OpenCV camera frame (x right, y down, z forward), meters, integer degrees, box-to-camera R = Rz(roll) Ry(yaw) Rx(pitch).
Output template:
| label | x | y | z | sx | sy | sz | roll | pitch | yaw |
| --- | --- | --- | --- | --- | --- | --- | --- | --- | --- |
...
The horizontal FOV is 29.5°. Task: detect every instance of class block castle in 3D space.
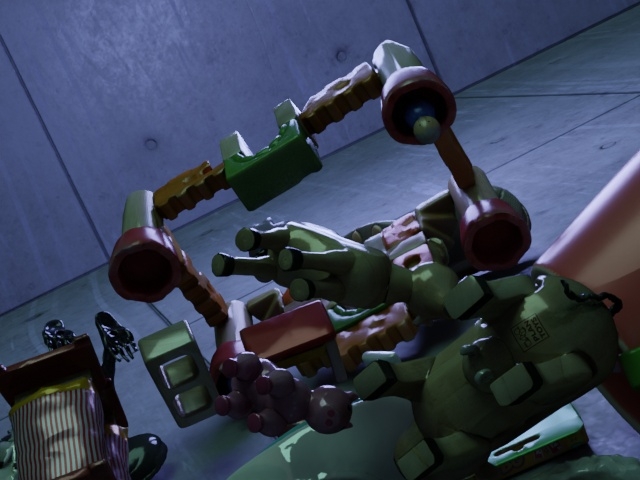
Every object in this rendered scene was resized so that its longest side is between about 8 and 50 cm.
| label | x | y | z | sx | sy | sz | roll | pitch | yaw |
| --- | --- | --- | --- | --- | --- | --- | --- | --- | --- |
| block castle | 0.000 | 0.000 | 1.482 | 0.453 | 0.303 | 0.213 | -30 | 32 | 9 |

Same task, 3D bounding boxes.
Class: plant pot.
| label | x | y | z | sx | sy | sz | roll | pitch | yaw |
| --- | --- | --- | --- | --- | --- | --- | --- | --- | --- |
| plant pot | 0.325 | 0.028 | 0.992 | 0.243 | 0.275 | 0.275 | -35 | 13 | -3 |

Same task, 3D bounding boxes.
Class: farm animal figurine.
| label | x | y | z | sx | sy | sz | roll | pitch | yaw |
| --- | --- | --- | --- | --- | --- | --- | --- | --- | --- |
| farm animal figurine | 0.088 | 0.107 | 0.912 | 0.327 | 0.330 | 0.172 | -26 | -18 | 38 |

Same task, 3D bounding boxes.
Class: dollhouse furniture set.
| label | x | y | z | sx | sy | sz | roll | pitch | yaw |
| --- | --- | --- | --- | --- | --- | --- | --- | --- | --- |
| dollhouse furniture set | -0.148 | 0.184 | 1.293 | 0.374 | 0.152 | 0.201 | -21 | 40 | -4 |

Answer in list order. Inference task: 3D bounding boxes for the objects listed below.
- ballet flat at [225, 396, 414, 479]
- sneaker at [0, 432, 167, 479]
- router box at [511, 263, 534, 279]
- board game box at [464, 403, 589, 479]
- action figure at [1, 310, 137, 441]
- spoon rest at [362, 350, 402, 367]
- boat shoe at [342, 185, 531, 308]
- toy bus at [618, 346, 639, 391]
| label | x | y | z | sx | sy | sz | roll | pitch | yaw |
| --- | --- | --- | --- | --- | --- | --- | --- | --- | --- |
| ballet flat | -0.063 | 0.273 | 1.021 | 0.400 | 0.139 | 0.139 | -28 | 12 | 1 |
| sneaker | -0.346 | 0.283 | 1.425 | 0.330 | 0.146 | 0.122 | -24 | 11 | -7 |
| router box | 0.261 | 0.060 | 1.452 | 0.122 | 0.038 | 0.092 | -27 | 13 | -14 |
| board game box | 0.173 | 0.167 | 1.176 | 0.124 | 0.039 | 0.259 | -24 | 9 | 3 |
| action figure | -0.319 | 0.225 | 1.559 | 0.164 | 0.276 | 0.141 | 1 | 41 | -20 |
| spoon rest | -0.002 | 0.229 | 1.191 | 0.276 | 0.084 | 0.137 | -46 | 20 | -26 |
| boat shoe | 0.148 | 0.024 | 1.696 | 0.324 | 0.123 | 0.116 | -18 | -18 | 27 |
| toy bus | 0.294 | 0.115 | 0.792 | 0.191 | 0.202 | 0.104 | -9 | -18 | 18 |
